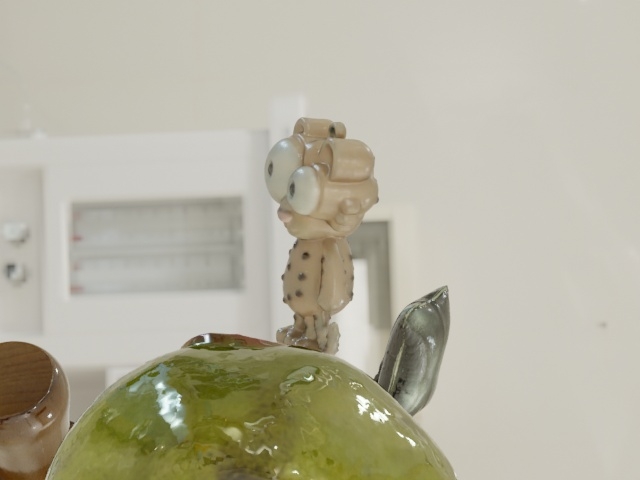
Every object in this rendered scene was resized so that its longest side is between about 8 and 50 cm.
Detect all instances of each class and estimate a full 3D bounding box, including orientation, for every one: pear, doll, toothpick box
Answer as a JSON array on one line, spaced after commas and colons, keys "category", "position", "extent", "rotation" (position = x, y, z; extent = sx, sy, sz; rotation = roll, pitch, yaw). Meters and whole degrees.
[{"category": "pear", "position": [-0.044, 0.222, 1.072], "extent": [0.375, 0.287, 0.287], "rotation": [102, -12, -67]}, {"category": "doll", "position": [-0.001, 0.000, 1.863], "extent": [0.154, 0.119, 0.278], "rotation": [-165, -103, -65]}, {"category": "toothpick box", "position": [-0.400, 0.278, 2.248], "extent": [0.294, 0.192, 0.192], "rotation": [85, 4, -47]}]

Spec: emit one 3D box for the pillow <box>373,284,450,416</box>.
[{"category": "pillow", "position": [0.088, 0.111, 1.522], "extent": [0.055, 0.091, 0.135], "rotation": [39, -59, 44]}]
